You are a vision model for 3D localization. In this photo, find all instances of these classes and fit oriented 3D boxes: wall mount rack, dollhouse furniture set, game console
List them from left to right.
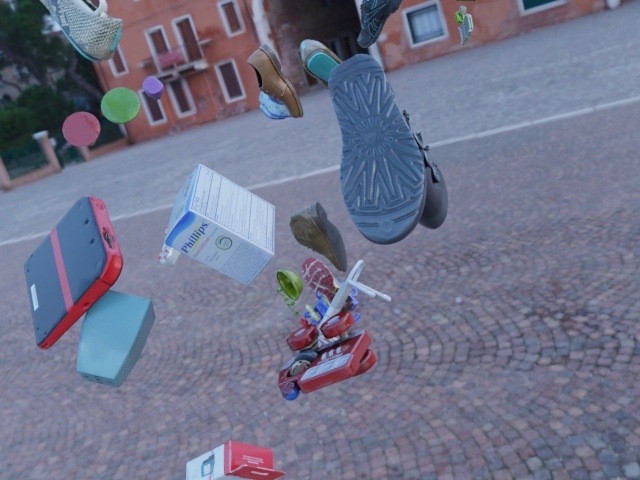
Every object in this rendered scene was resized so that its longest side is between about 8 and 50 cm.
[{"bbox_3d":[-0.723,0.077,1.862,0.342,0.060,0.386,-47,45,12],"label":"game console"},{"bbox_3d":[0.103,0.244,2.058,0.130,0.350,0.304,29,1,16],"label":"wall mount rack"},{"bbox_3d":[0.428,-0.637,1.837,0.058,0.152,0.076,-4,-15,-8],"label":"dollhouse furniture set"}]

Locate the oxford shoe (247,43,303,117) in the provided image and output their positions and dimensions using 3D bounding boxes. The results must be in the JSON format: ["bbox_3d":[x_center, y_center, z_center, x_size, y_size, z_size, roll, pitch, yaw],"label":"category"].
[{"bbox_3d":[-0.116,-0.388,1.634,0.076,0.212,0.076,-41,32,-9],"label":"oxford shoe"}]

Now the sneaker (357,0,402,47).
[{"bbox_3d":[0.169,-0.722,2.028,0.267,0.106,0.101,131,157,-55],"label":"sneaker"}]

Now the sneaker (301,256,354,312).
[{"bbox_3d":[0.016,0.149,2.131,0.088,0.225,0.093,-39,10,-1],"label":"sneaker"}]

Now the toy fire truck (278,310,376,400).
[{"bbox_3d":[-0.001,0.344,1.801,0.302,0.169,0.254,-25,8,28],"label":"toy fire truck"}]

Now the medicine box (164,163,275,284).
[{"bbox_3d":[-0.292,-0.049,1.936,0.149,0.289,0.263,-49,24,27],"label":"medicine box"}]

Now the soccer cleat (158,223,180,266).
[{"bbox_3d":[-0.529,0.002,2.331,0.068,0.076,0.196,5,70,30],"label":"soccer cleat"}]

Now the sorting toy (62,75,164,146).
[{"bbox_3d":[-0.683,-0.419,2.173,0.365,0.127,0.126,-36,-8,-12],"label":"sorting toy"}]

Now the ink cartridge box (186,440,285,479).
[{"bbox_3d":[-0.206,0.551,1.554,0.231,0.134,0.078,-35,45,33],"label":"ink cartridge box"}]

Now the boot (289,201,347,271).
[{"bbox_3d":[0.000,0.000,2.133,0.115,0.305,0.112,-19,41,18],"label":"boot"}]

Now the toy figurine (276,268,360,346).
[{"bbox_3d":[0.025,0.220,2.314,0.217,0.362,0.191,-31,-23,-19],"label":"toy figurine"}]

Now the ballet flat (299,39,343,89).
[{"bbox_3d":[0.046,-0.508,1.978,0.116,0.342,0.124,-41,52,19],"label":"ballet flat"}]

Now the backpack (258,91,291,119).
[{"bbox_3d":[-0.130,-0.425,2.008,0.105,0.084,0.114,-9,45,-31],"label":"backpack"}]

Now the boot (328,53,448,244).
[{"bbox_3d":[0.165,-0.109,1.301,0.146,0.367,0.445,-13,-22,15],"label":"boot"}]

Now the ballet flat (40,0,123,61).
[{"bbox_3d":[-0.707,-0.693,1.738,0.182,0.483,0.164,-51,-8,24],"label":"ballet flat"}]

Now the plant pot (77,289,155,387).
[{"bbox_3d":[-0.585,0.282,1.818,0.165,0.234,0.165,13,-27,-3],"label":"plant pot"}]
